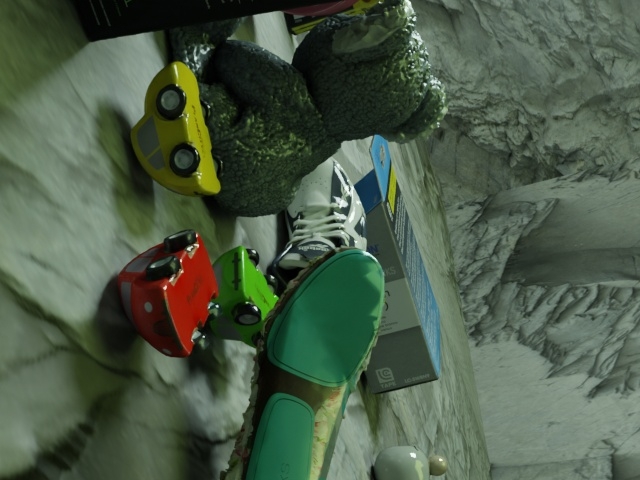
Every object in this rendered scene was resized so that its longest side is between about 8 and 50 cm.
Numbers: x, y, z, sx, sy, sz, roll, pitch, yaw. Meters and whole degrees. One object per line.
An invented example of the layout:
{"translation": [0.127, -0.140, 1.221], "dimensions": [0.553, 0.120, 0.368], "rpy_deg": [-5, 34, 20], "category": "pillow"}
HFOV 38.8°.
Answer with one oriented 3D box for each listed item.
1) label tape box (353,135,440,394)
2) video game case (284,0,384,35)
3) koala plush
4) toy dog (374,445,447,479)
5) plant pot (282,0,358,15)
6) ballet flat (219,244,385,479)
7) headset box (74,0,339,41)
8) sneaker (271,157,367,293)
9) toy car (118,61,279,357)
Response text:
{"translation": [0.078, 0.012, 1.297], "dimensions": [0.240, 0.106, 0.333], "rpy_deg": [-71, 144, -70], "category": "label tape box"}
{"translation": [0.042, -0.470, 1.345], "dimensions": [0.035, 0.248, 0.274], "rpy_deg": [2, 75, -76], "category": "video game case"}
{"translation": [0.000, -0.132, 0.819], "dimensions": [0.196, 0.221, 0.203], "rpy_deg": [58, 21, -57], "category": "koala plush"}
{"translation": [0.184, 0.419, 1.130], "dimensions": [0.220, 0.161, 0.333], "rpy_deg": [-125, -159, -80], "category": "toy dog"}
{"translation": [-0.038, -0.358, 1.036], "dimensions": [0.180, 0.201, 0.201], "rpy_deg": [-31, 107, -62], "category": "plant pot"}
{"translation": [-0.022, 0.113, 0.652], "dimensions": [0.077, 0.091, 0.241], "rpy_deg": [-39, -155, 59], "category": "ballet flat"}
{"translation": [-0.011, -0.261, 0.641], "dimensions": [0.246, 0.283, 0.131], "rpy_deg": [-64, 144, -53], "category": "headset box"}
{"translation": [0.000, 0.000, 0.972], "dimensions": [0.153, 0.094, 0.234], "rpy_deg": [63, 25, -76], "category": "sneaker"}
{"translation": [-0.084, 0.018, 0.668], "dimensions": [0.225, 0.053, 0.239], "rpy_deg": [62, 19, -51], "category": "toy car"}
